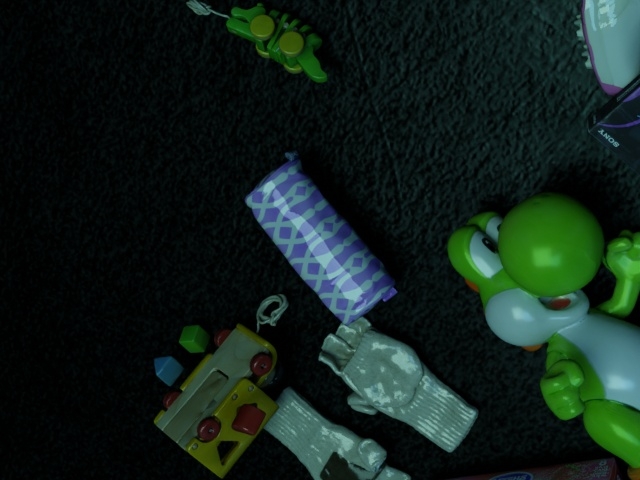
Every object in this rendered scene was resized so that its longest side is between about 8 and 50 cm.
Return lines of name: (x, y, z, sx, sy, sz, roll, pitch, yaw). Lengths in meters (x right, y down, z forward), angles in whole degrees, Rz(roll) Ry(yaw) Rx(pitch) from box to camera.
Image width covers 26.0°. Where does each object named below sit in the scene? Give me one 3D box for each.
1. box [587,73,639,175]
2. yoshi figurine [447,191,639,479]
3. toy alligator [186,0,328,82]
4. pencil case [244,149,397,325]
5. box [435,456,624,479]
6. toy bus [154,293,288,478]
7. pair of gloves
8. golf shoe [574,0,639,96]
box: (0.357, -0.126, 1.346, 0.116, 0.029, 0.162, 38, 124, -14)
yoshi figurine: (0.292, 0.088, 1.440, 0.362, 0.203, 0.203, 44, 105, 9)
toy alligator: (-0.061, -0.242, 1.565, 0.189, 0.056, 0.051, 32, 77, 14)
pencil case: (0.000, 0.000, 1.599, 0.086, 0.088, 0.206, -37, 89, 25)
box: (0.229, 0.345, 1.582, 0.257, 0.122, 0.128, -14, 114, 30)
toy bus: (-0.103, 0.191, 1.704, 0.202, 0.191, 0.104, -20, 134, 26)
pair of gloves: (0.053, 0.219, 1.681, 0.204, 0.042, 0.240, 43, 120, 7)
golf shoe: (0.313, -0.287, 1.326, 0.140, 0.115, 0.306, 2, 111, 22)
